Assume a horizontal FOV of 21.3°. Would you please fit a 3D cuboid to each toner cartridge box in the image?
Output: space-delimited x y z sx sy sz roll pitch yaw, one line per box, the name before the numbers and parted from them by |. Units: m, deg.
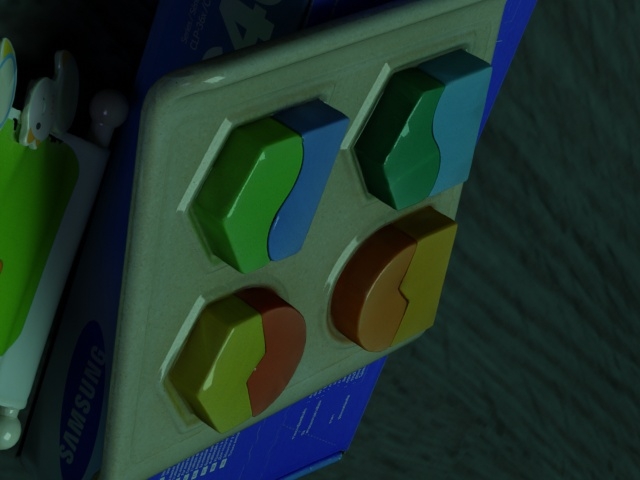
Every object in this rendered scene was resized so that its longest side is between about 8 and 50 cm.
toner cartridge box | -0.009 -0.036 0.741 0.165 0.075 0.347 -14 134 -48

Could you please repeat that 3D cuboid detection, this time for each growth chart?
growth chart | -0.136 0.014 0.577 0.237 0.021 0.172 -12 120 -72

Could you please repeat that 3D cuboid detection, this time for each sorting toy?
sorting toy | 0.000 0.000 0.674 0.193 0.038 0.208 -24 140 -41
